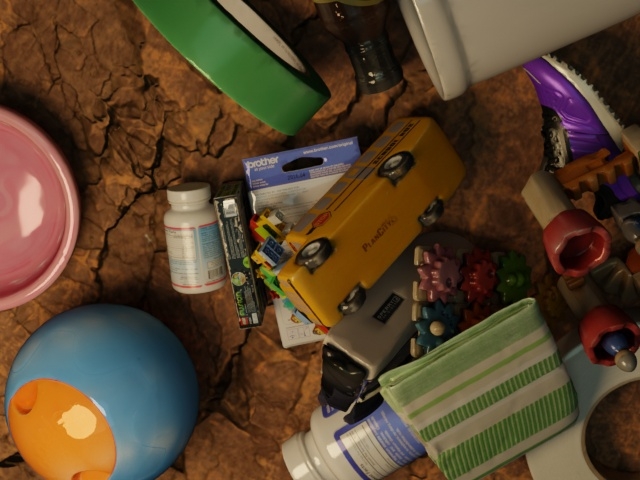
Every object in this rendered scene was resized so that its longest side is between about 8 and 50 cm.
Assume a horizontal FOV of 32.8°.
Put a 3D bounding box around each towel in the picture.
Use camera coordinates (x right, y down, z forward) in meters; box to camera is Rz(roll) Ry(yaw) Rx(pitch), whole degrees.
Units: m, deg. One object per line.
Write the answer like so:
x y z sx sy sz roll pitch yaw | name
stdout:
0.246 0.233 1.590 0.248 0.038 0.325 -30 134 4 | towel

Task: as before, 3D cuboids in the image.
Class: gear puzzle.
0.267 0.099 1.607 0.339 0.044 0.175 5 87 -40 | gear puzzle

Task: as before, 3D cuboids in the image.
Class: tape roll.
-0.126 -0.279 1.469 0.321 0.321 0.077 42 102 -10 | tape roll
0.516 0.301 1.747 0.392 0.072 0.392 0 105 1 | tape roll

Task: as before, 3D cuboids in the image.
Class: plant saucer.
-0.527 -0.056 1.665 0.332 0.084 0.332 0 105 1 | plant saucer

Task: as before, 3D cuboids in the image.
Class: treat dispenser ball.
-0.326 0.238 1.636 0.288 0.288 0.288 0 106 1 | treat dispenser ball

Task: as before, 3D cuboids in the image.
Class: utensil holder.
0.278 -0.409 1.425 0.385 0.327 0.327 -23 104 5 | utensil holder

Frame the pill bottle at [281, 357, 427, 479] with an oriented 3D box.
0.080 0.298 1.714 0.272 0.152 0.152 -33 102 11 | pill bottle

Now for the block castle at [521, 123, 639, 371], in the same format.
0.537 -0.022 1.517 0.453 0.213 0.303 -26 131 3 | block castle

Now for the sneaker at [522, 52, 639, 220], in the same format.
0.371 -0.146 1.608 0.146 0.102 0.293 -40 101 12 | sneaker

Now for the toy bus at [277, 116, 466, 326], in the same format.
0.066 -0.032 1.548 0.332 0.130 0.108 -47 118 -19 | toy bus

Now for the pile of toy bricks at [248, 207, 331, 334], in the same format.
-0.044 0.060 1.627 0.212 0.118 0.105 43 142 -21 | pile of toy bricks

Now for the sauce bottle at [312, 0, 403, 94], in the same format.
0.033 -0.372 1.531 0.111 0.111 0.344 -20 119 7 | sauce bottle

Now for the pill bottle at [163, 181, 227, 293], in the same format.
-0.194 -0.005 1.668 0.087 0.087 0.160 -4 105 2 | pill bottle

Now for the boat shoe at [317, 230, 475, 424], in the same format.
0.109 0.127 1.629 0.127 0.340 0.158 35 140 21 | boat shoe

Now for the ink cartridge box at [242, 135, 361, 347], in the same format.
0.000 0.000 1.679 0.186 0.065 0.311 -11 108 4 | ink cartridge box

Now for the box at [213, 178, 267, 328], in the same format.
-0.120 0.019 1.660 0.036 0.114 0.207 -9 105 4 | box
